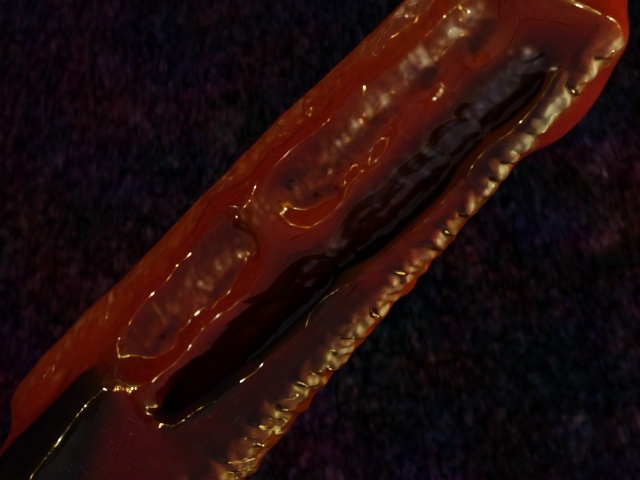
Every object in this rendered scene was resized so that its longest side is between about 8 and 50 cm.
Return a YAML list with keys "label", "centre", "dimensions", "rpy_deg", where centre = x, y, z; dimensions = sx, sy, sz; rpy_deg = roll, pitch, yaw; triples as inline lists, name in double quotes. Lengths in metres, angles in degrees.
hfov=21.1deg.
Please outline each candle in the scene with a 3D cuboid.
- label: "candle"
  centre: [0.000, 0.000, 0.445]
  dimensions: [0.302, 0.084, 0.059]
  rpy_deg: [-46, 141, 20]
